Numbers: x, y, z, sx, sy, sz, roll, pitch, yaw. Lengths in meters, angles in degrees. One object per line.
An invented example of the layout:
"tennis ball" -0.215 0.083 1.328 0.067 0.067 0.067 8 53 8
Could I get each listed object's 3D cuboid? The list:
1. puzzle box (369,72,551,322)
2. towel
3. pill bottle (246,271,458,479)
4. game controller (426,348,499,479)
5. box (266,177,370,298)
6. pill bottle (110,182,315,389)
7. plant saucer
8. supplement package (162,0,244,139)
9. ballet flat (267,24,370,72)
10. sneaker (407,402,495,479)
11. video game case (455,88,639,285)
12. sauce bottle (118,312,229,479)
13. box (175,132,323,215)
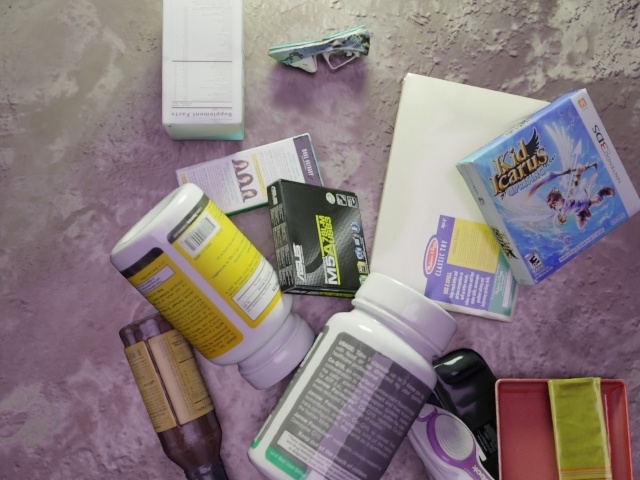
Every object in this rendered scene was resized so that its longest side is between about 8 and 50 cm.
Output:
"puzzle box" 0.245 -0.075 1.485 0.271 0.052 0.409 12 85 -3
"towel" 0.448 0.355 1.408 0.102 0.021 0.237 -1 79 -17
"pill bottle" 0.058 0.246 1.326 0.204 0.204 0.361 33 81 0
"game controller" 0.282 0.354 1.458 0.166 0.067 0.319 -29 88 -19
"box" 0.000 0.000 1.401 0.184 0.045 0.191 10 65 -44
"pill bottle" -0.169 0.083 1.365 0.188 0.188 0.334 -43 105 -5
"plant saucer" 0.416 0.372 1.431 0.258 0.047 0.259 3 78 -15
"supplement package" -0.202 -0.306 1.438 0.138 0.134 0.244 0 85 -3
"ballet flat" 0.001 -0.337 1.489 0.188 0.070 0.070 -14 86 -1
"sneaker" 0.217 0.407 1.348 0.114 0.152 0.305 -9 52 -42
"video game case" 0.404 -0.095 1.443 0.269 0.061 0.244 -33 99 -17
"sauce bottle" -0.237 0.293 1.403 0.111 0.111 0.345 -20 87 -4
"box" -0.125 -0.106 1.463 0.244 0.060 0.101 -15 87 -4
